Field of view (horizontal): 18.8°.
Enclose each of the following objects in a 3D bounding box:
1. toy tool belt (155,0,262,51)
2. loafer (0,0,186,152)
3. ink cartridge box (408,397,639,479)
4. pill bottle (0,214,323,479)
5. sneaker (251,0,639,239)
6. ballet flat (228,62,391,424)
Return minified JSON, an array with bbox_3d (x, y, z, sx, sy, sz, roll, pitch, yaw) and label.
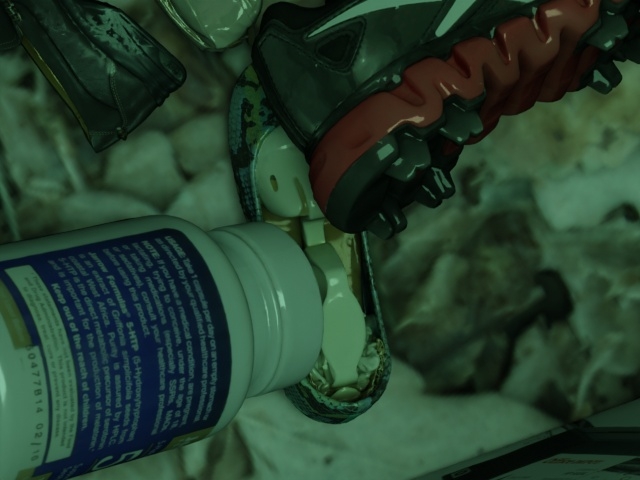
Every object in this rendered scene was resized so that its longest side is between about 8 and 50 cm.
[{"bbox_3d":[-0.059,-0.133,0.957,0.052,0.051,0.083,-34,88,6],"label":"toy tool belt"},{"bbox_3d":[-0.145,-0.112,0.926,0.170,0.062,0.061,40,88,-11],"label":"loafer"},{"bbox_3d":[0.146,0.169,0.927,0.307,0.223,0.129,-18,96,-12],"label":"ink cartridge box"},{"bbox_3d":[-0.096,0.047,0.898,0.187,0.112,0.112,-12,96,-37],"label":"pill bottle"},{"bbox_3d":[0.080,-0.118,0.954,0.276,0.097,0.135,-32,72,-26],"label":"sneaker"},{"bbox_3d":[0.000,0.000,0.964,0.070,0.070,0.188,-15,96,-12],"label":"ballet flat"}]
